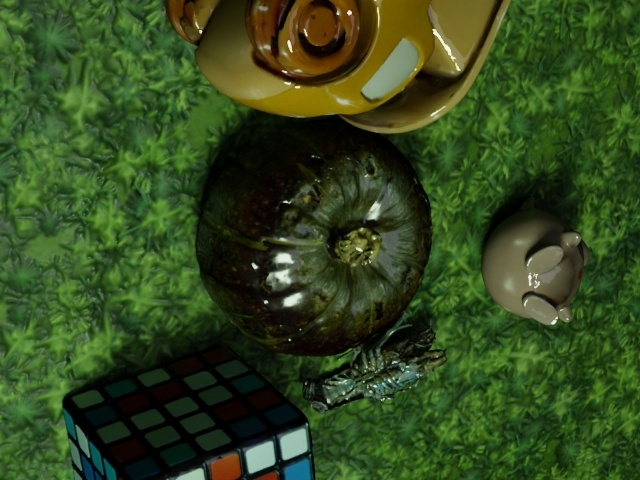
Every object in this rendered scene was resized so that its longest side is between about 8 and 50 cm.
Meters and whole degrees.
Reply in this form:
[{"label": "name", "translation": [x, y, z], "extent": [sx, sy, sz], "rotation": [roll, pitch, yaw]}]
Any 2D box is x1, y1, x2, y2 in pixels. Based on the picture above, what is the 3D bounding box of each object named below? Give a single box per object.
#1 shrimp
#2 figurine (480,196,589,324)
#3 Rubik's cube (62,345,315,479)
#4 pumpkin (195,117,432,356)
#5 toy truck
[{"label": "shrimp", "translation": [0.054, 0.137, 1.349], "extent": [0.174, 0.076, 0.082], "rotation": [-20, 78, -20]}, {"label": "figurine", "translation": [0.239, 0.025, 1.375], "extent": [0.125, 0.138, 0.125], "rotation": [1, 109, 4]}, {"label": "Rubik's cube", "translation": [-0.119, 0.234, 1.187], "extent": [0.184, 0.187, 0.182], "rotation": [-18, 118, -28]}, {"label": "pumpkin", "translation": [0.001, 0.001, 1.185], "extent": [0.238, 0.159, 0.238], "rotation": [-9, 110, -26]}, {"label": "toy truck", "translation": [0.025, -0.222, 1.081], "extent": [0.211, 0.204, 0.288], "rotation": [38, 81, -39]}]
